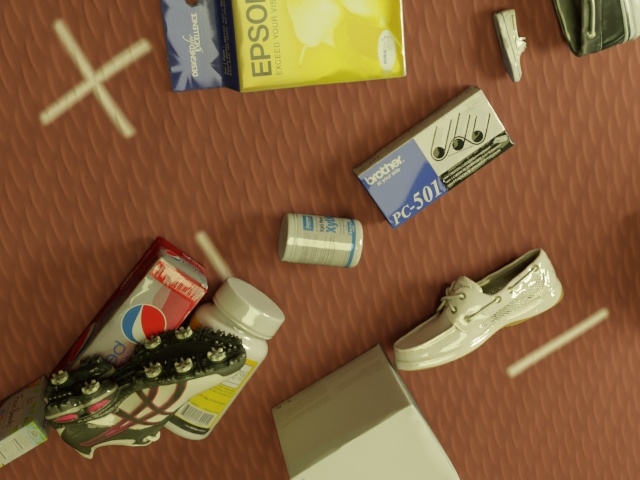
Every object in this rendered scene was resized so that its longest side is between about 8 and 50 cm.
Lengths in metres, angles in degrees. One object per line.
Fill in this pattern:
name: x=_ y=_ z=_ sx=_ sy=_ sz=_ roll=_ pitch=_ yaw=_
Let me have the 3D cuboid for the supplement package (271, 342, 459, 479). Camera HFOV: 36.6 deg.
supplement package: x=0.059 y=0.290 z=1.380 sx=0.194 sy=0.203 sz=0.149 roll=-32 pitch=111 yaw=1

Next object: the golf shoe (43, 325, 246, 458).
golf shoe: x=-0.219 y=0.196 z=1.263 sx=0.273 sy=0.105 sz=0.120 roll=-17 pitch=120 yaw=4

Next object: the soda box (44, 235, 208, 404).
soda box: x=-0.265 y=0.128 z=1.324 sx=0.083 sy=0.092 sz=0.263 roll=37 pitch=99 yaw=-19

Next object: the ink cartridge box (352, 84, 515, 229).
ink cartridge box: x=0.157 y=-0.116 z=1.349 sx=0.207 sy=0.046 sz=0.097 roll=-35 pitch=109 yaw=2

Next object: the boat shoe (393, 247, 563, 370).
boat shoe: x=0.217 y=0.094 z=1.407 sx=0.277 sy=0.098 sz=0.096 roll=-27 pitch=109 yaw=-12

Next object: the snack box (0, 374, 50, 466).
snack box: x=-0.413 y=0.249 z=1.310 sx=0.100 sy=0.141 sz=0.037 roll=-30 pitch=110 yaw=0

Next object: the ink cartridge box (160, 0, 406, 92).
ink cartridge box: x=-0.052 y=-0.346 z=1.225 sx=0.307 sy=0.072 sz=0.303 roll=-8 pitch=109 yaw=-10

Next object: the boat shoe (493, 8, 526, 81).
boat shoe: x=0.266 y=-0.268 z=1.327 sx=0.035 sy=0.035 sz=0.100 roll=-19 pitch=104 yaw=-1

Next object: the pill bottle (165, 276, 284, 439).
pill bottle: x=-0.148 y=0.162 z=1.344 sx=0.119 sy=0.119 sz=0.208 roll=33 pitch=99 yaw=-19

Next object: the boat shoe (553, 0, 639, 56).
boat shoe: x=0.328 y=-0.390 z=1.251 sx=0.119 sy=0.121 sz=0.335 roll=-30 pitch=113 yaw=-5

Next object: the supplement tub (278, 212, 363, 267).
supplement tub: x=0.000 y=0.000 z=1.345 sx=0.107 sy=0.071 sz=0.071 roll=6 pitch=107 yaw=-14
